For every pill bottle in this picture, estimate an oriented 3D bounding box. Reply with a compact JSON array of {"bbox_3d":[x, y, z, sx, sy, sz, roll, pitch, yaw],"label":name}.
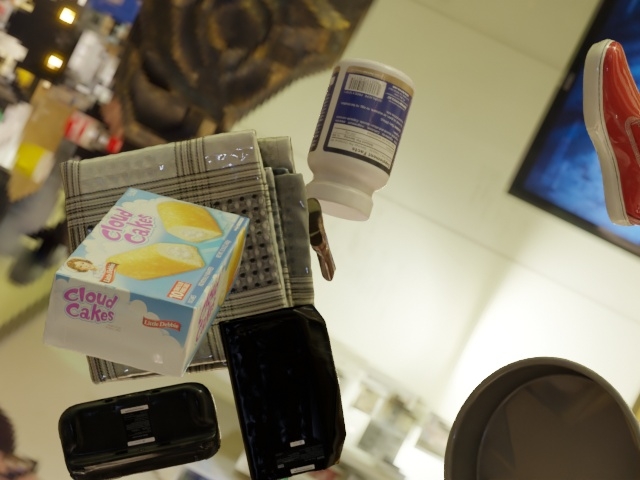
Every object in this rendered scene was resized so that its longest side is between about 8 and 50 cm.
[{"bbox_3d":[0.063,-0.176,2.416,0.153,0.153,0.264,84,23,-80],"label":"pill bottle"}]

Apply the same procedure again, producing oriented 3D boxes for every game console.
[{"bbox_3d":[-0.153,0.215,1.734,0.044,0.361,0.213,-168,-113,-86],"label":"game console"}]

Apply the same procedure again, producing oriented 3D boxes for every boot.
[{"bbox_3d":[0.408,-0.126,1.587,0.088,0.176,0.244,-47,127,-42],"label":"boot"},{"bbox_3d":[0.000,0.000,2.246,0.114,0.037,0.106,65,16,-54],"label":"boot"}]

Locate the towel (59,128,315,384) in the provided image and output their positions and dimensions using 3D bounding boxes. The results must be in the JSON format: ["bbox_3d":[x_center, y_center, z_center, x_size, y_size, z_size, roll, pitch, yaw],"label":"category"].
[{"bbox_3d":[-0.169,0.022,1.807,0.056,0.324,0.312,83,-1,-85],"label":"towel"}]

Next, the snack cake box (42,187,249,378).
[{"bbox_3d":[-0.184,0.040,1.492,0.264,0.152,0.089,-67,172,-66],"label":"snack cake box"}]

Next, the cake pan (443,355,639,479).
[{"bbox_3d":[0.285,0.291,1.683,0.054,0.293,0.293,12,108,-49],"label":"cake pan"}]

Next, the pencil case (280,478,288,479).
[{"bbox_3d":[-0.082,0.388,2.304,0.070,0.064,0.151,-41,-154,54],"label":"pencil case"}]
